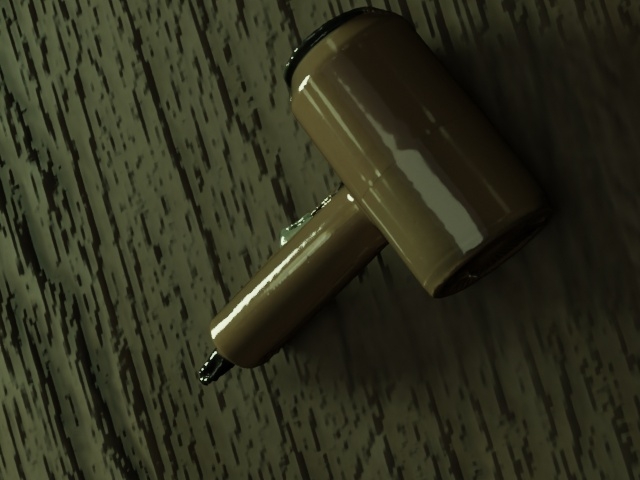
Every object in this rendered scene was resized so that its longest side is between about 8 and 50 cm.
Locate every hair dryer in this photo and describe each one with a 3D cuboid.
[{"bbox_3d":[0.000,0.000,0.606,0.181,0.064,0.117,-45,74,27],"label":"hair dryer"}]
